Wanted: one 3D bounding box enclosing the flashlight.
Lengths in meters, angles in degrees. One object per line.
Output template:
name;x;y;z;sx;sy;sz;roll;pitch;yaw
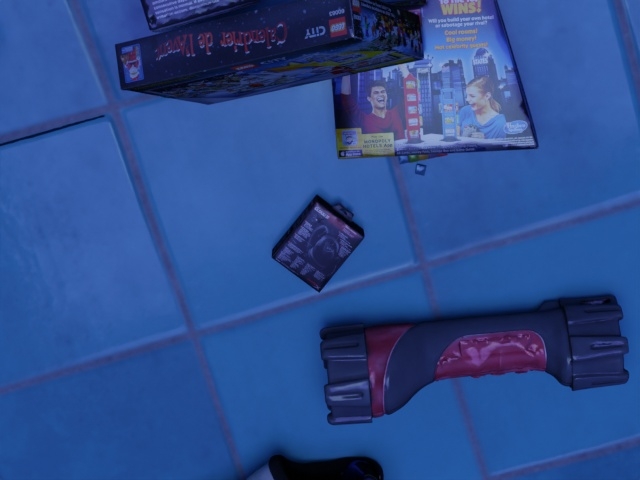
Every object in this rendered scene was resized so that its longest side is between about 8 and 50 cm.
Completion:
flashlight;0.153;0.124;1.519;0.304;0.103;0.103;-4;105;2

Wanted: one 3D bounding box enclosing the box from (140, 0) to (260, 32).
box;-0.126;-0.309;1.366;0.108;0.153;0.207;-16;105;5

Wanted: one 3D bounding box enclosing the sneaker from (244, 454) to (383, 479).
sneaker;0.030;0.334;1.568;0.315;0.127;0.182;42;104;-10

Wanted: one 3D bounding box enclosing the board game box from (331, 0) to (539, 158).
board game box;0.108;-0.181;1.447;0.194;0.060;0.194;-2;101;7

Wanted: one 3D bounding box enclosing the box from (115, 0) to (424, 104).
box;-0.044;-0.171;1.363;0.233;0.159;0.044;-9;85;25

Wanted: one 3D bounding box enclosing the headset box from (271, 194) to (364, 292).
headset box;0.000;0.000;1.519;0.062;0.032;0.083;36;102;-10

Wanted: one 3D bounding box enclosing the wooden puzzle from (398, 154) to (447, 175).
wooden puzzle;0.098;-0.104;1.501;0.049;0.006;0.083;-11;106;3
